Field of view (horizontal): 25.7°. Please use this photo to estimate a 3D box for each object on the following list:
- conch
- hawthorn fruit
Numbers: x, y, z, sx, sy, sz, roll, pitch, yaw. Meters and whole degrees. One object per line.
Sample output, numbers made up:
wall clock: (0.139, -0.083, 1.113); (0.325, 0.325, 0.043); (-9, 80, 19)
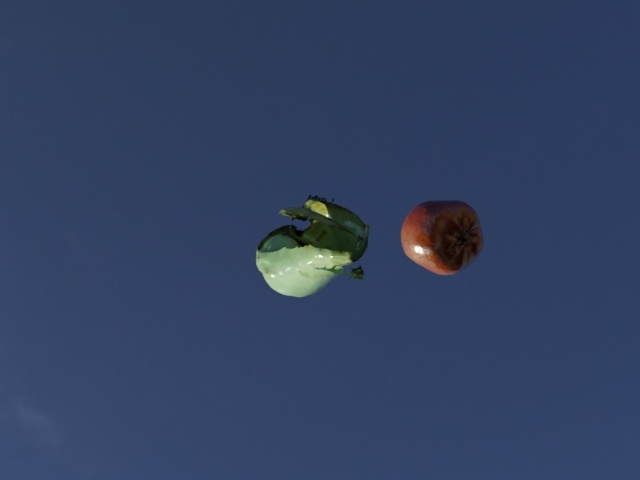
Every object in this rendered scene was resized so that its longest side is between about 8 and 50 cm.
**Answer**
conch: (0.000, 0.000, 1.388); (0.079, 0.170, 0.106); (11, -103, -30)
hawthorn fruit: (0.121, -0.005, 1.462); (0.081, 0.093, 0.081); (-2, -86, -34)
